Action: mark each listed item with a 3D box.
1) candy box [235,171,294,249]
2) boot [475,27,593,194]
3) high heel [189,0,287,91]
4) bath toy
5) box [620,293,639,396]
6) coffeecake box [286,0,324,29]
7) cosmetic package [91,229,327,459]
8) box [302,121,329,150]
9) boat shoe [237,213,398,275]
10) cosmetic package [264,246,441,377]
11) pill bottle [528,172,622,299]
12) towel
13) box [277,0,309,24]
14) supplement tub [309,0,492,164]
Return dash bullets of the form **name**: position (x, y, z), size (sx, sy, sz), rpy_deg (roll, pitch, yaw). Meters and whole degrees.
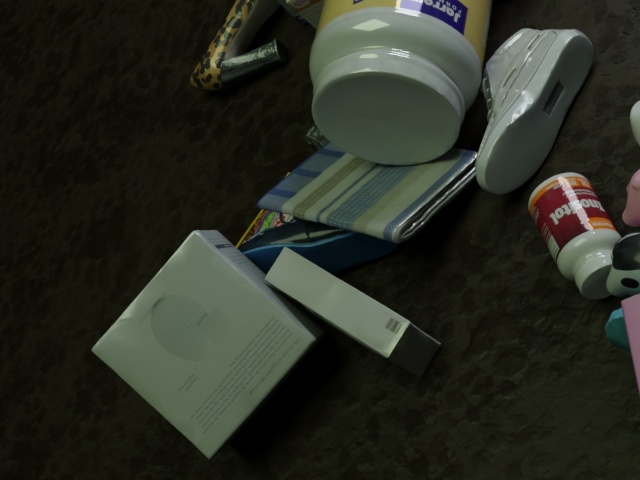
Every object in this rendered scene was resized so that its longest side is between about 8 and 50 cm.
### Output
- **candy box**: position (-0.073, 0.001, 1.926), size (0.105, 0.027, 0.206), rpy_deg (35, 90, 43)
- **boot**: position (0.262, -0.179, 1.717), size (0.123, 0.095, 0.258), rpy_deg (18, 69, 51)
- **high heel**: position (-0.158, -0.387, 2.182), size (0.186, 0.093, 0.261), rpy_deg (-19, 63, 24)
- **bath toy**: position (0.422, -0.037, 1.452), size (0.129, 0.151, 0.348), rpy_deg (114, 169, -64)
- **box**: position (0.417, 0.177, 1.246), size (0.117, 0.243, 0.213), rpy_deg (-23, 53, 28)
- **coffeecake box**: position (0.027, -0.385, 1.960), size (0.068, 0.185, 0.142), rpy_deg (-22, 52, 30)
- **cosmetic package**: position (-0.149, 0.140, 1.754), size (0.224, 0.138, 0.224), rpy_deg (42, 96, 6)
- **box**: position (0.018, -0.177, 1.962), size (0.067, 0.018, 0.083), rpy_deg (33, 88, 46)
- **boat shoe**: position (0.000, 0.000, 1.829), size (0.258, 0.109, 0.089), rpy_deg (-10, 47, 16)
- **cosmetic package**: position (0.041, 0.096, 1.696), size (0.239, 0.099, 0.060), rpy_deg (30, 89, 38)
- **pill bottle**: position (0.321, -0.005, 1.551), size (0.086, 0.086, 0.152), rpy_deg (-37, 47, 18)
- **towel**: position (0.070, -0.079, 1.784), size (0.285, 0.034, 0.209), rpy_deg (13, 44, 44)
- **box**: position (-0.030, -0.451, 2.083), size (0.072, 0.137, 0.126), rpy_deg (-9, 60, 36)
- **supplement tub**: position (0.116, -0.297, 1.770), size (0.241, 0.241, 0.331), rpy_deg (-13, 50, 35)
